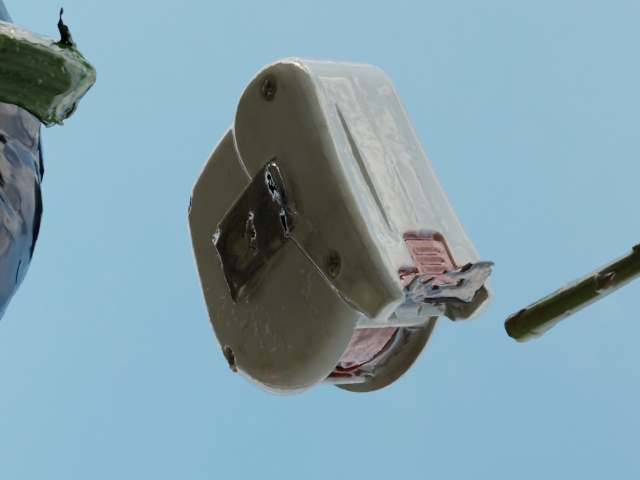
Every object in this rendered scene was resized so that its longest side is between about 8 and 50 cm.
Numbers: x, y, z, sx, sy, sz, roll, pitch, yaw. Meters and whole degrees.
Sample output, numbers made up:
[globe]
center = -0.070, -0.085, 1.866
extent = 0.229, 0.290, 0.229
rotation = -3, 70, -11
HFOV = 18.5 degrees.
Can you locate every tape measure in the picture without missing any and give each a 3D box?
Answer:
[tape measure]
center = 0.000, 0.000, 1.565
extent = 0.265, 0.130, 0.258
rotation = -52, -129, 40

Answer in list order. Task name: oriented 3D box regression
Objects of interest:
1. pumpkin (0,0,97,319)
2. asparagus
[pumpkin]
center = -0.203, -0.053, 0.846
extent = 0.248, 0.248, 0.248
rotation = 2, -88, 47
[asparagus]
center = 0.194, 0.010, 1.150
extent = 0.248, 0.024, 0.025
rotation = -32, -116, 46
